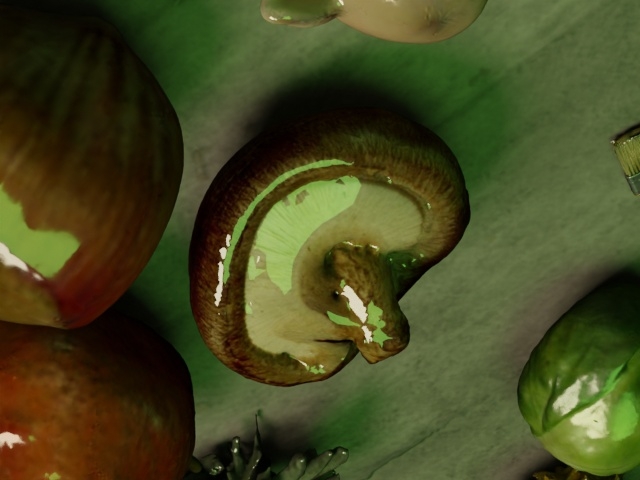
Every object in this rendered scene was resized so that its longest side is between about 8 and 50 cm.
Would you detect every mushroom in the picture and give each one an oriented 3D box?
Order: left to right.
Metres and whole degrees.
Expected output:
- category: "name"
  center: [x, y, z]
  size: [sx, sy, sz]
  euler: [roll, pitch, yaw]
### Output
- category: "mushroom"
  center: [-0.003, -0.006, 1.082]
  size: [0.231, 0.138, 0.194]
  euler: [-42, 113, 7]

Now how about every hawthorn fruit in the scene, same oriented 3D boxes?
- category: "hawthorn fruit"
  center: [-0.195, 0.145, 1.114]
  size: [0.261, 0.224, 0.224]
  euler: [11, 128, -46]

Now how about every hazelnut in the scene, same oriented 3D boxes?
- category: "hazelnut"
  center: [-0.200, -0.049, 0.974]
  size: [0.210, 0.210, 0.186]
  euler: [12, 149, -21]

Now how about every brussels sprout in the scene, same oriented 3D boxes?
- category: "brussels sprout"
  center: [0.236, 0.124, 1.233]
  size: [0.131, 0.145, 0.183]
  euler: [23, 119, 4]

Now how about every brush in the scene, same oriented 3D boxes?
- category: "brush"
  center: [0.283, -0.032, 1.191]
  size: [0.043, 0.014, 0.170]
  euler: [-26, 130, 11]

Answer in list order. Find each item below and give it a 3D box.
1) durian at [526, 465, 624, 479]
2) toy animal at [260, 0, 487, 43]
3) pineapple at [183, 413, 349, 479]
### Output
- category: "durian"
  center: [0.244, 0.270, 1.396]
  size: [0.140, 0.078, 0.224]
  euler: [-37, 139, 2]
- category: "toy animal"
  center: [0.075, -0.233, 0.888]
  size: [0.166, 0.154, 0.250]
  euler: [2, 127, -43]
- category: "pineapple"
  center: [-0.113, 0.265, 1.270]
  size: [0.340, 0.169, 0.169]
  euler: [-40, 126, 10]
